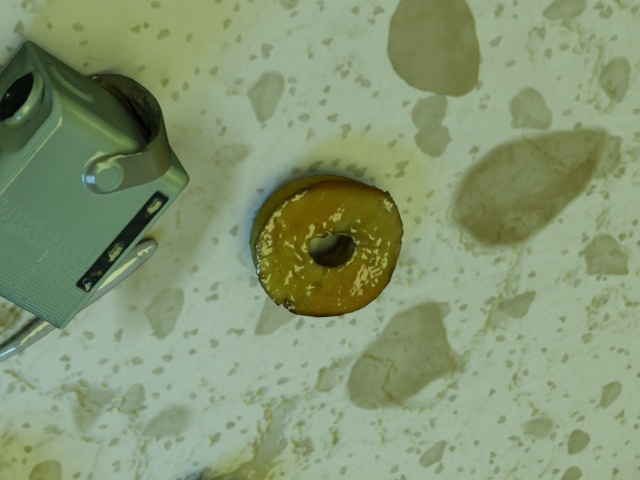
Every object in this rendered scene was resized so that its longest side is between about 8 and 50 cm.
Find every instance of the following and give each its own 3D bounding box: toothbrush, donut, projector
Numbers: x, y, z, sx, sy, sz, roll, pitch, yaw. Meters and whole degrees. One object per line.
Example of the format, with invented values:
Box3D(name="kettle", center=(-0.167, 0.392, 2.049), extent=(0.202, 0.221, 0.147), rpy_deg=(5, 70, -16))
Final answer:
Box3D(name="toothbrush", center=(-0.295, 0.095, 1.887), extent=(0.307, 0.029, 0.025), rpy_deg=(-37, 123, -3))
Box3D(name="donut", center=(0.000, 0.000, 1.959), extent=(0.178, 0.065, 0.162), rpy_deg=(16, 104, -32))
Box3D(name="projector", center=(-0.259, -0.062, 1.734), extent=(0.242, 0.163, 0.177), rpy_deg=(-47, 128, 11))
